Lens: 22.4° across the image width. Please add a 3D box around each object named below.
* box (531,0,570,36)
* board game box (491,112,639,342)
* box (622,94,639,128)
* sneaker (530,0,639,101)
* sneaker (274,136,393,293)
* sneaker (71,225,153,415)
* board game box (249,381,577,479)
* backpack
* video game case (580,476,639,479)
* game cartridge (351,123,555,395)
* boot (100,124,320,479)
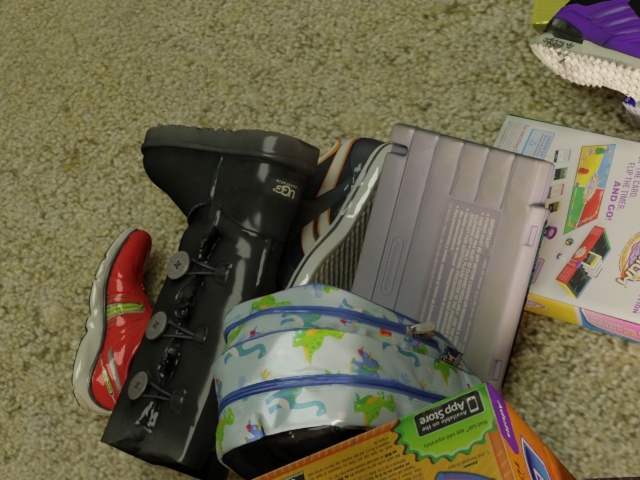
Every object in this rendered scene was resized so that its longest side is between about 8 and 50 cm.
[{"bbox_3d":[0.344,-0.373,2.219,0.058,0.087,0.232,1,63,28],"label":"box"},{"bbox_3d":[0.333,-0.017,2.037,0.316,0.064,0.242,17,72,34],"label":"board game box"},{"bbox_3d":[0.478,-0.187,2.050,0.137,0.072,0.126,27,79,36],"label":"box"},{"bbox_3d":[0.404,-0.254,2.017,0.293,0.102,0.146,28,79,45],"label":"sneaker"},{"bbox_3d":[0.000,0.000,2.171,0.127,0.126,0.321,18,65,31],"label":"sneaker"},{"bbox_3d":[-0.262,0.117,2.278,0.118,0.107,0.279,5,68,10],"label":"sneaker"},{"bbox_3d":[0.123,0.429,1.713,0.356,0.356,0.356,-24,55,14],"label":"board game box"},{"bbox_3d":[0.026,0.194,1.855,0.290,0.355,0.273,-13,80,34],"label":"backpack"},{"bbox_3d":[0.395,0.359,1.725,0.210,0.042,0.232,1,53,-23],"label":"video game case"},{"bbox_3d":[0.152,0.049,2.029,0.230,0.068,0.355,17,96,30],"label":"game cartridge"},{"bbox_3d":[-0.184,0.076,2.157,0.367,0.146,0.445,3,77,60],"label":"boot"}]
